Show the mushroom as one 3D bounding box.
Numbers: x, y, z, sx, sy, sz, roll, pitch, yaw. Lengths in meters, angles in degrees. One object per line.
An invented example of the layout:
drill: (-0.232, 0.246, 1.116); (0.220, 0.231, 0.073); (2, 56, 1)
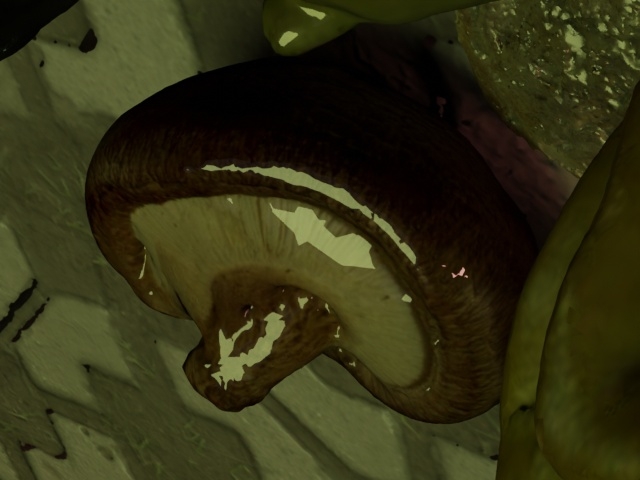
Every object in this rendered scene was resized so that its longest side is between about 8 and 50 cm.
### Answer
mushroom: (0.006, -0.009, 0.892); (0.231, 0.138, 0.194); (28, 134, 4)

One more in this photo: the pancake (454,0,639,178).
pancake: (0.112, -0.077, 0.774); (0.151, 0.025, 0.152); (28, 147, 21)

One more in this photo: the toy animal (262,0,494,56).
toy animal: (-0.016, -0.236, 0.564); (0.180, 0.181, 0.363); (1, 135, 51)

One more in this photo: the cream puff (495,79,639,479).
cream puff: (0.165, 0.017, 0.535); (0.270, 0.274, 0.323); (54, 136, 33)

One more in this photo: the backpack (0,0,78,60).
backpack: (-0.279, -0.239, 0.814); (0.445, 0.255, 0.363); (9, 130, 47)
